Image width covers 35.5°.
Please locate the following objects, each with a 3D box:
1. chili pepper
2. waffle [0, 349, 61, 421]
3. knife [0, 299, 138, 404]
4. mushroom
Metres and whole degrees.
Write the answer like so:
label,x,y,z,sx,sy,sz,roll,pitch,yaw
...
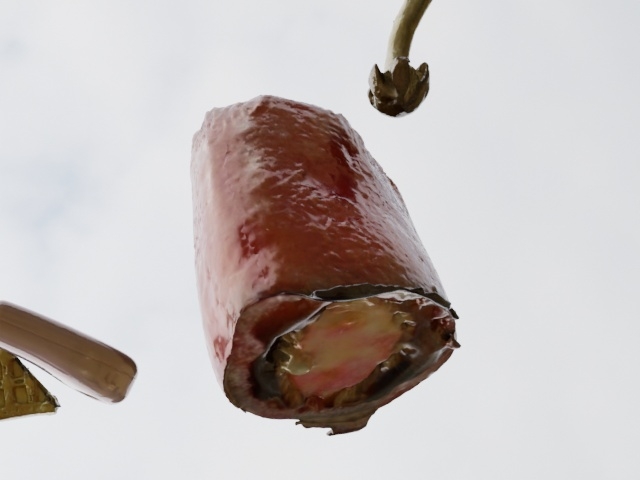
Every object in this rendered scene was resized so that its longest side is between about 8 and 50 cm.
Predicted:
label,x,y,z,sx,sy,sz,roll,pitch,yaw
chili pepper,0.000,0.000,0.964,0.251,0.229,0.306,10,-131,-23
waffle,-0.311,0.102,0.969,0.097,0.023,0.153,-10,-106,-10
knife,-0.296,0.038,0.773,0.335,0.081,0.043,29,-107,-8
mushroom,0.092,-0.205,0.995,0.061,0.060,0.187,89,-165,-65
